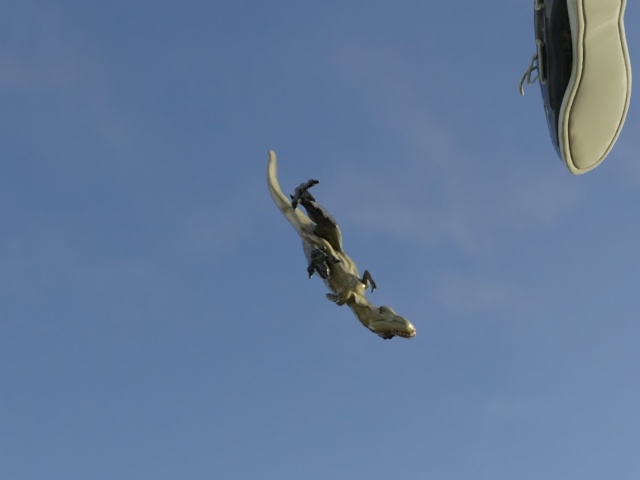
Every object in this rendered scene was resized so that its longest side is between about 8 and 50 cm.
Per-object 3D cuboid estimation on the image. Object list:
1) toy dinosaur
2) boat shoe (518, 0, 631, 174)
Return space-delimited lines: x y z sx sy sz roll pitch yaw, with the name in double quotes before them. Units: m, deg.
"toy dinosaur" 0.000 0.000 1.519 0.064 0.268 0.118 -34 -16 -1
"boat shoe" 0.251 -0.186 1.459 0.095 0.079 0.254 -31 -49 -23
